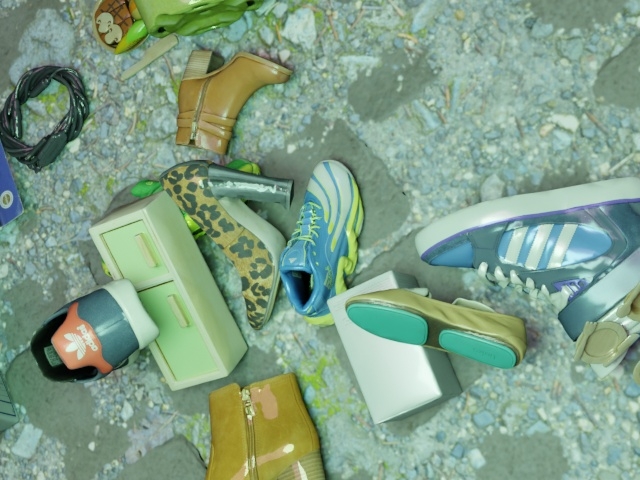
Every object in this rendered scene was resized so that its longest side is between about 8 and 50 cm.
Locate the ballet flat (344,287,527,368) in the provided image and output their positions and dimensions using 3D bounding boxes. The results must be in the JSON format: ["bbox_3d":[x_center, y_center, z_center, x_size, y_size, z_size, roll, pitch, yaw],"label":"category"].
[{"bbox_3d":[0.148,0.100,1.302,0.232,0.080,0.073,17,50,8],"label":"ballet flat"}]

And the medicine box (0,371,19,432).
[{"bbox_3d":[-0.628,0.176,1.595,0.149,0.263,0.289,-28,74,-2],"label":"medicine box"}]

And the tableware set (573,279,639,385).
[{"bbox_3d":[0.391,0.110,1.221,0.141,0.169,0.020,-60,24,25],"label":"tableware set"}]

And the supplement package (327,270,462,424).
[{"bbox_3d":[0.101,0.145,1.390,0.105,0.105,0.179,-26,74,18],"label":"supplement package"}]

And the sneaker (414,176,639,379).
[{"bbox_3d":[0.291,0.065,1.302,0.323,0.130,0.236,-12,76,15],"label":"sneaker"}]

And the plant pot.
[{"bbox_3d":[-0.202,-0.446,1.518,0.276,0.276,0.254,-18,90,21],"label":"plant pot"}]

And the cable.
[{"bbox_3d":[-0.459,-0.213,1.704,0.150,0.047,0.184,44,106,26],"label":"cable"}]

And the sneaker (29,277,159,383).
[{"bbox_3d":[-0.338,0.142,1.456,0.148,0.350,0.131,-31,87,-22],"label":"sneaker"}]

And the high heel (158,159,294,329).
[{"bbox_3d":[-0.142,0.007,1.466,0.186,0.093,0.261,10,121,3],"label":"high heel"}]

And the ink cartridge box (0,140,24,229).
[{"bbox_3d":[-0.614,-0.084,1.728,0.224,0.045,0.223,-34,68,24],"label":"ink cartridge box"}]

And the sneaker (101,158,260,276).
[{"bbox_3d":[-0.226,-0.050,1.548,0.295,0.109,0.123,-30,78,18],"label":"sneaker"}]

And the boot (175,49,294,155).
[{"bbox_3d":[-0.133,-0.203,1.547,0.197,0.073,0.152,10,87,36],"label":"boot"}]

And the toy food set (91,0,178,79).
[{"bbox_3d":[-0.318,-0.367,1.659,0.132,0.038,0.192,-33,73,17],"label":"toy food set"}]

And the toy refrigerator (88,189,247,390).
[{"bbox_3d":[-0.216,0.074,1.474,0.102,0.094,0.269,-17,106,23],"label":"toy refrigerator"}]

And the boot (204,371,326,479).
[{"bbox_3d":[-0.135,0.324,1.484,0.295,0.104,0.211,-25,70,14],"label":"boot"}]

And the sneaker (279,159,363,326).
[{"bbox_3d":[0.000,0.000,1.436,0.091,0.126,0.240,-2,85,22],"label":"sneaker"}]
